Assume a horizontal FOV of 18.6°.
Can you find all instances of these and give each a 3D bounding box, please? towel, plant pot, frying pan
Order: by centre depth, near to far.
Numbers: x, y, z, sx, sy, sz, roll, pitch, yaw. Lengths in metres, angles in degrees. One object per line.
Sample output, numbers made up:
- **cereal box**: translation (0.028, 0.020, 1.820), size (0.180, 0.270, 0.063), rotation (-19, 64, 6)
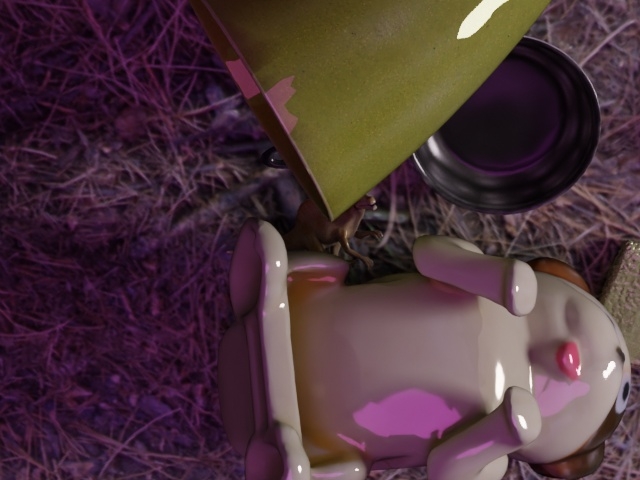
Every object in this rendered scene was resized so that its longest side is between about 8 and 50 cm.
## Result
- **plant pot**: translation (0.061, -0.210, 1.837), size (0.293, 0.275, 0.275), rotation (-32, 113, -3)
- **frying pan**: translation (0.127, -0.091, 1.989), size (0.326, 0.053, 0.197), rotation (-27, 112, 15)
- **towel**: translation (0.346, 0.073, 2.083), size (0.110, 0.027, 0.148), rotation (14, 117, -5)

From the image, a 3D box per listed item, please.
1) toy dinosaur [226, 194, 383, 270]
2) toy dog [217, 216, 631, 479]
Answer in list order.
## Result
- **toy dinosaur**: translation (0.000, 0.000, 2.045), size (0.183, 0.053, 0.093), rotation (-24, 105, 30)
- **toy dog**: translation (0.117, 0.147, 1.966), size (0.408, 0.285, 0.395), rotation (-3, 159, -13)
